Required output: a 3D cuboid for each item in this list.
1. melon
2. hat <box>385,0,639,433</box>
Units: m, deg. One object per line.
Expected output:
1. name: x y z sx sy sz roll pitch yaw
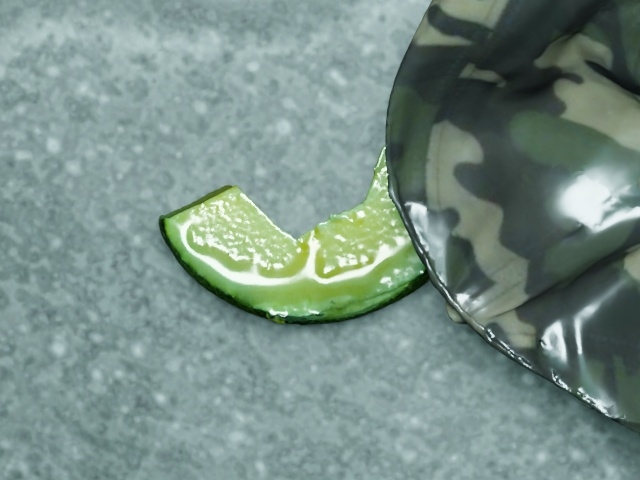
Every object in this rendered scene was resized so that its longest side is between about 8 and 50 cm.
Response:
1. melon: 0.000 0.000 1.146 0.209 0.064 0.118 -20 89 6
2. hat: 0.266 -0.073 1.071 0.381 0.257 0.366 -28 87 -32
